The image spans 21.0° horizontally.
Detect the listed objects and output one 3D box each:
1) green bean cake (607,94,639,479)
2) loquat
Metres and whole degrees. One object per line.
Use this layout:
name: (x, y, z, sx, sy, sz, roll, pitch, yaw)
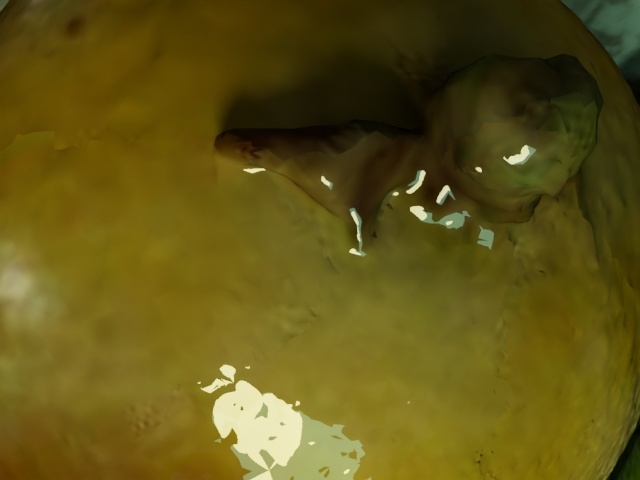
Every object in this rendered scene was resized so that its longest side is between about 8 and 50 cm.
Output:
green bean cake: (0.258, 0.055, 0.881, 0.247, 0.250, 0.156, 0, 143, -5)
loquat: (0.000, 0.000, 0.718, 0.328, 0.328, 0.359, 13, 157, -22)
